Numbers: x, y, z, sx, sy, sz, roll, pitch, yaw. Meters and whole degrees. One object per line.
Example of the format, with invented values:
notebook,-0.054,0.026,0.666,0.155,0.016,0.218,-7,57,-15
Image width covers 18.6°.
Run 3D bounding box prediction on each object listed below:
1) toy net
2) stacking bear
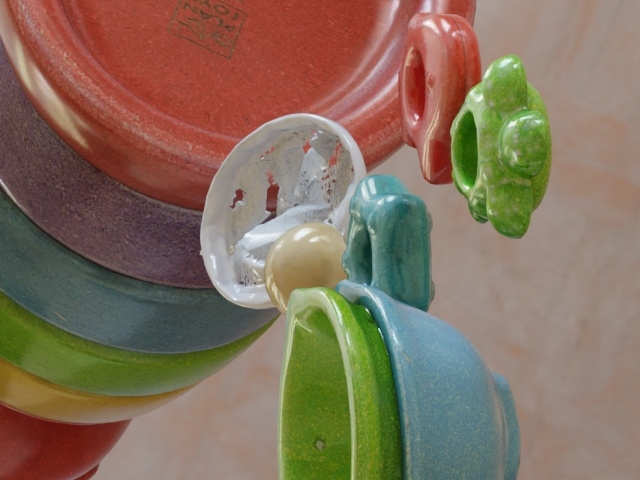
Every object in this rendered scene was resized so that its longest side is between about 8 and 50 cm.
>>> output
toy net,0.000,0.000,0.491,0.232,0.045,0.122,-140,50,-72
stacking bear,-0.089,-0.003,0.750,0.289,0.175,0.164,-55,15,46
